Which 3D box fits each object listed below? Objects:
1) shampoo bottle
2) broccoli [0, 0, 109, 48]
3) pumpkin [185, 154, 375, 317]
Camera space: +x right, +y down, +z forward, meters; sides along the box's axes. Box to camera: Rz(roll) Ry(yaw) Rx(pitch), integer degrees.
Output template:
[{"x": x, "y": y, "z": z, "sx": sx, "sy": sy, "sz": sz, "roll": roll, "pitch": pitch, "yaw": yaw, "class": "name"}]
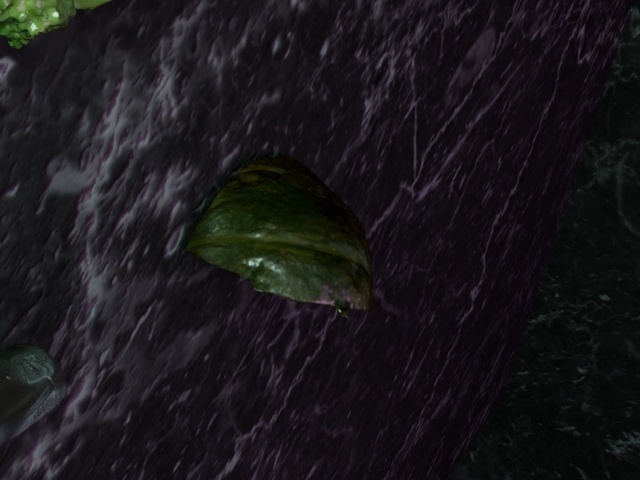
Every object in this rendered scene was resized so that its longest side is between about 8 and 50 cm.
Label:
[{"x": -0.254, "y": 0.132, "z": 0.897, "sx": 0.207, "sy": 0.057, "sz": 0.063, "roll": -33, "pitch": 151, "yaw": -57, "class": "shampoo bottle"}, {"x": -0.110, "y": -0.198, "z": 0.675, "sx": 0.254, "sy": 0.186, "sz": 0.302, "roll": -56, "pitch": 156, "yaw": -48, "class": "broccoli"}, {"x": 0.002, "y": -0.003, "z": 1.287, "sx": 0.111, "sy": 0.163, "sz": 0.278, "roll": -67, "pitch": 164, "yaw": 6, "class": "pumpkin"}]
